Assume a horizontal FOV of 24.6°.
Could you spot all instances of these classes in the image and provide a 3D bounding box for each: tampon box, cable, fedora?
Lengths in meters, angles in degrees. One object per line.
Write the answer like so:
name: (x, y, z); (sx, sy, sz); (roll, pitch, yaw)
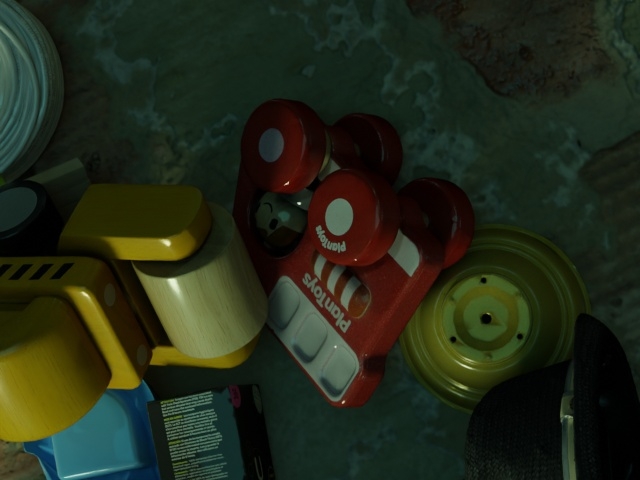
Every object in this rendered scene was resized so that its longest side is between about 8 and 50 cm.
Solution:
tampon box: (-0.115, 0.246, 1.628); (0.101, 0.120, 0.161); (-13, 83, 11)
cable: (-0.434, -0.179, 1.746); (0.257, 0.089, 0.257); (15, 90, 12)
fedora: (0.237, 0.244, 1.467); (0.152, 0.334, 0.334); (-11, 83, 22)

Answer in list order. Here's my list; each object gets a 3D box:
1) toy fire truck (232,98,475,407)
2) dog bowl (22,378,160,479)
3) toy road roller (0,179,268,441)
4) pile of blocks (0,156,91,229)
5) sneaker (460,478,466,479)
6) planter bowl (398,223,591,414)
toy fire truck: (0.000, 0.000, 1.595); (0.302, 0.169, 0.254); (46, 116, 33)
dog bowl: (-0.240, 0.278, 1.677); (0.166, 0.074, 0.297); (-13, 84, 11)
toy road roller: (-0.242, 0.087, 1.546); (0.329, 0.202, 0.241); (-1, 45, 22)
pile of blocks: (-0.410, 0.024, 1.698); (0.362, 0.149, 0.112); (-44, 42, 1)
sneaker: (0.159, 0.293, 1.593); (0.208, 0.081, 0.094); (-2, 85, 1)
planter bowl: (0.184, 0.086, 1.594); (0.217, 0.090, 0.217); (-1, 86, 12)
